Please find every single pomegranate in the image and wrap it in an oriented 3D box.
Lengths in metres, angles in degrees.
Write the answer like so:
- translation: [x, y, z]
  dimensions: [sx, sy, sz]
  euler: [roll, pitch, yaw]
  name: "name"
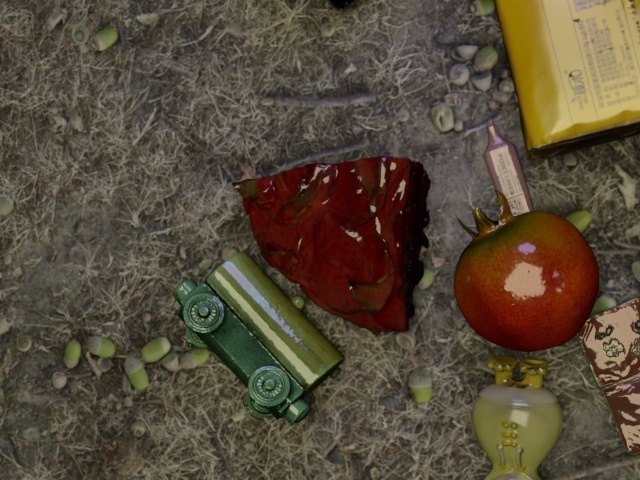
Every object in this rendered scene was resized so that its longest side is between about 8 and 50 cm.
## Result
- translation: [0.308, 0.044, 1.788]
  dimensions: [0.221, 0.221, 0.257]
  euler: [-30, 96, 10]
  name: "pomegranate"

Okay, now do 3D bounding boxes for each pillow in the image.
- translation: [0.495, 0.213, 1.831]
  dimensions: [0.126, 0.043, 0.233]
  euler: [-25, 83, 10]
  name: "pillow"

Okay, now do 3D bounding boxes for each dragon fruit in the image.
- translation: [-0.002, 0.000, 1.860]
  dimensions: [0.329, 0.228, 0.286]
  euler: [9, 91, 11]
  name: "dragon fruit"

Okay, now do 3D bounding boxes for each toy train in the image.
- translation: [-0.106, 0.161, 1.945]
  dimensions: [0.189, 0.126, 0.307]
  euler: [-39, 78, -25]
  name: "toy train"

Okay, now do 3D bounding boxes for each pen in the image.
- translation: [0.304, -0.104, 1.895]
  dimensions: [0.053, 0.032, 0.197]
  euler: [-20, 85, 11]
  name: "pen"

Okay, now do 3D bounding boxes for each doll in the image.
- translation: [0.305, 0.330, 1.828]
  dimensions: [0.141, 0.117, 0.296]
  euler: [2, 87, 15]
  name: "doll"

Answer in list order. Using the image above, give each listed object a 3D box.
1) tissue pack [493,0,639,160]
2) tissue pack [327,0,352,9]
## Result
- translation: [0.418, -0.339, 1.782]
  dimensions: [0.293, 0.228, 0.382]
  euler: [-14, 83, 11]
  name: "tissue pack"
- translation: [0.104, -0.601, 1.849]
  dimensions: [0.416, 0.264, 0.253]
  euler: [-36, 76, 7]
  name: "tissue pack"
